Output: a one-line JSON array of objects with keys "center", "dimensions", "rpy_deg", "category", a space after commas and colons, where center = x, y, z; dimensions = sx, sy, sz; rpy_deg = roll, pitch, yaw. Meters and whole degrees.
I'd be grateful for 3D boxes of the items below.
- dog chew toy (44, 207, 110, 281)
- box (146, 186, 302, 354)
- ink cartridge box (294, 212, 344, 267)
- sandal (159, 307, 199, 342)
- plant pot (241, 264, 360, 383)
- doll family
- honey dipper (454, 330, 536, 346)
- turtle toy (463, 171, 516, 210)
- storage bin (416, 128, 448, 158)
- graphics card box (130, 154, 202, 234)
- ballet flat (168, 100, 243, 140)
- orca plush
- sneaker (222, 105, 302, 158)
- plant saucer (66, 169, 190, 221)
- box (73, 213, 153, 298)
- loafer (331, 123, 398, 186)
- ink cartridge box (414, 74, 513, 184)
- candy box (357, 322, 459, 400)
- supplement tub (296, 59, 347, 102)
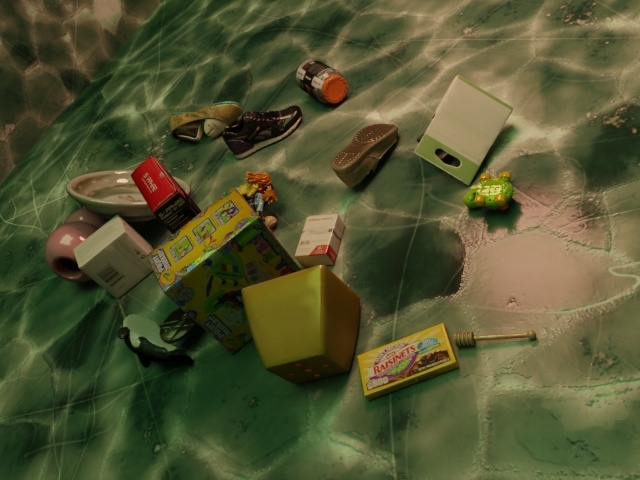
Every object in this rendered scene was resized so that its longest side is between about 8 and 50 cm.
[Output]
[{"center": [-0.795, -0.014, 2.081], "dimensions": [0.206, 0.207, 0.332], "rpy_deg": [-18, 35, 20], "category": "dog chew toy"}, {"center": [-0.220, 0.079, 1.528], "dimensions": [0.279, 0.290, 0.177], "rpy_deg": [-39, 41, -4], "category": "box"}, {"center": [0.000, 0.000, 1.628], "dimensions": [0.099, 0.056, 0.135], "rpy_deg": [-5, 50, 30], "category": "ink cartridge box"}, {"center": [-0.358, 0.207, 1.676], "dimensions": [0.090, 0.060, 0.219], "rpy_deg": [5, 37, 17], "category": "sandal"}, {"center": [-0.034, 0.204, 1.369], "dimensions": [0.212, 0.212, 0.187], "rpy_deg": [-18, 58, 20], "category": "plant pot"}, {"center": [-0.206, -0.119, 1.829], "dimensions": [0.163, 0.118, 0.263], "rpy_deg": [-25, 42, 12], "category": "doll family"}, {"center": [0.352, 0.197, 1.233], "dimensions": [0.160, 0.030, 0.030], "rpy_deg": [-7, 49, 24], "category": "honey dipper"}, {"center": [0.400, -0.107, 1.448], "dimensions": [0.130, 0.066, 0.095], "rpy_deg": [-1, 52, 34], "category": "turtle toy"}, {"center": [0.332, -0.282, 1.647], "dimensions": [0.135, 0.098, 0.091], "rpy_deg": [-41, 14, -4], "category": "storage bin"}, {"center": [-0.347, -0.037, 1.660], "dimensions": [0.094, 0.371, 0.233], "rpy_deg": [-40, 42, -5], "category": "graphics card box"}, {"center": [-0.436, -0.437, 2.297], "dimensions": [0.348, 0.123, 0.123], "rpy_deg": [-2, 51, 32], "category": "ballet flat"}, {"center": [-0.456, 0.298, 1.670], "dimensions": [0.287, 0.102, 0.151], "rpy_deg": [16, 17, 31], "category": "orca plush"}, {"center": [-0.201, -0.392, 2.072], "dimensions": [0.283, 0.124, 0.107], "rpy_deg": [-30, 42, 7], "category": "sneaker"}, {"center": [-0.646, -0.142, 2.067], "dimensions": [0.400, 0.101, 0.400], "rpy_deg": [5, 20, -2], "category": "plant saucer"}, {"center": [-0.639, 0.051, 1.918], "dimensions": [0.182, 0.181, 0.119], "rpy_deg": [-40, 42, -3], "category": "box"}, {"center": [0.130, -0.247, 1.746], "dimensions": [0.102, 0.092, 0.268], "rpy_deg": [21, 50, 39], "category": "loafer"}, {"center": [0.363, -0.280, 1.567], "dimensions": [0.235, 0.171, 0.056], "rpy_deg": [-60, 2, -2], "category": "ink cartridge box"}, {"center": [0.181, 0.256, 1.293], "dimensions": [0.205, 0.027, 0.105], "rpy_deg": [-24, 39, 13], "category": "candy box"}, {"center": [0.006, -0.537, 2.071], "dimensions": [0.117, 0.117, 0.190], "rpy_deg": [-40, 41, -4], "category": "supplement tub"}]
